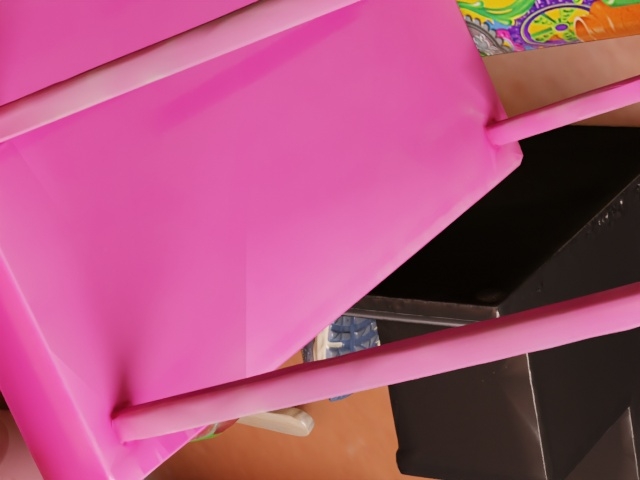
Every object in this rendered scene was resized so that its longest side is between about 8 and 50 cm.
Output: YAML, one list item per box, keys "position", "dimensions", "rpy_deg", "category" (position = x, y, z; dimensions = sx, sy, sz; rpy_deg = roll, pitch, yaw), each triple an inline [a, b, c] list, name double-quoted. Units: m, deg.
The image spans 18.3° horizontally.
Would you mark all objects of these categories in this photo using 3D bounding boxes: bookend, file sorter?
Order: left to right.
- position: [0.003, -0.131, 0.413]
  dimensions: [0.182, 0.202, 0.290]
  rpy_deg: [-17, 102, 37]
  category: "file sorter"
- position: [0.081, 0.057, 0.721]
  dimensions: [0.072, 0.156, 0.157]
  rpy_deg: [4, 117, 33]
  category: "bookend"

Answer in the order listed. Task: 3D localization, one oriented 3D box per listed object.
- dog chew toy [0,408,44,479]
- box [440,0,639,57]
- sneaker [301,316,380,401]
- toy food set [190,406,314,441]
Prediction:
- position: [-0.140, 0.248, 0.959]
  dimensions: [0.206, 0.206, 0.332]
  rpy_deg: [-1, 121, 35]
  category: "dog chew toy"
- position: [0.014, -0.212, 0.613]
  dimensions: [0.279, 0.177, 0.290]
  rpy_deg: [-6, 110, 38]
  category: "box"
- position: [0.000, 0.000, 0.826]
  dimensions: [0.058, 0.052, 0.135]
  rpy_deg: [15, 115, 40]
  category: "sneaker"
- position: [-0.087, 0.033, 0.831]
  dimensions: [0.128, 0.071, 0.218]
  rpy_deg: [14, 143, 31]
  category: "toy food set"
